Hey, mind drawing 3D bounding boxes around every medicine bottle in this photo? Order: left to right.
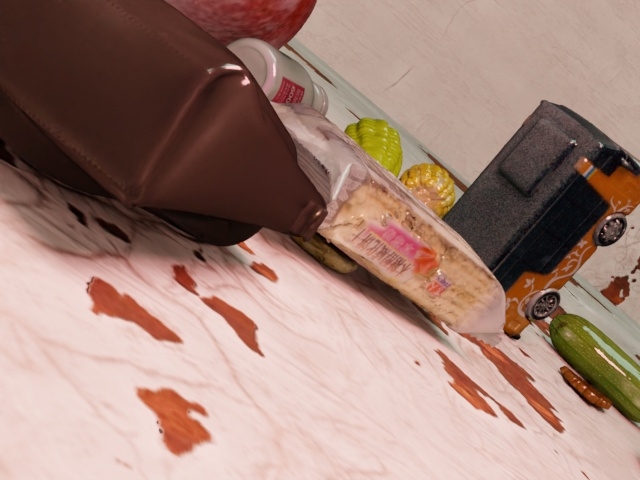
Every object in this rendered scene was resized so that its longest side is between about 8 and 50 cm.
[{"bbox_3d":[-0.056,-0.193,1.183,0.090,0.090,0.217,45,12,16],"label":"medicine bottle"}]

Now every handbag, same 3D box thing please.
[{"bbox_3d":[-0.131,-0.101,0.585,0.285,0.113,0.257,38,5,20],"label":"handbag"}]

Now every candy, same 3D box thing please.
[{"bbox_3d":[0.067,-0.106,1.257,0.097,0.096,0.209,39,18,-11],"label":"candy"}]

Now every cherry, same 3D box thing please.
[{"bbox_3d":[-0.151,-0.412,1.271,0.326,0.291,0.335,32,-8,9],"label":"cherry"}]

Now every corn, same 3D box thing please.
[{"bbox_3d":[0.160,-0.074,1.409,0.093,0.093,0.244,41,12,0],"label":"corn"}]

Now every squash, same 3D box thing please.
[{"bbox_3d":[0.424,0.190,1.345,0.219,0.068,0.077,45,-19,16],"label":"squash"}]

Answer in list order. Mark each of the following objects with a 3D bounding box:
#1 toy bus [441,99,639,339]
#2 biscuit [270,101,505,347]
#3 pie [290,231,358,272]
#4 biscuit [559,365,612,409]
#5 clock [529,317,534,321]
[{"bbox_3d":[0.271,-0.029,1.164,0.167,0.275,0.138,28,18,-41],"label":"toy bus"},{"bbox_3d":[0.053,-0.023,0.850,0.309,0.079,0.186,34,11,-41],"label":"biscuit"},{"bbox_3d":[0.000,0.000,0.837,0.084,0.020,0.084,38,12,-10],"label":"pie"},{"bbox_3d":[0.358,0.202,1.228,0.092,0.016,0.082,35,9,-31],"label":"biscuit"},{"bbox_3d":[0.266,0.032,1.454,0.237,0.057,0.237,40,12,-10],"label":"clock"}]
